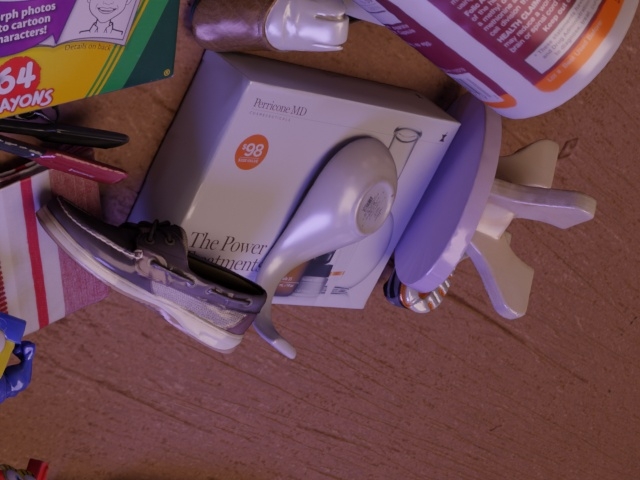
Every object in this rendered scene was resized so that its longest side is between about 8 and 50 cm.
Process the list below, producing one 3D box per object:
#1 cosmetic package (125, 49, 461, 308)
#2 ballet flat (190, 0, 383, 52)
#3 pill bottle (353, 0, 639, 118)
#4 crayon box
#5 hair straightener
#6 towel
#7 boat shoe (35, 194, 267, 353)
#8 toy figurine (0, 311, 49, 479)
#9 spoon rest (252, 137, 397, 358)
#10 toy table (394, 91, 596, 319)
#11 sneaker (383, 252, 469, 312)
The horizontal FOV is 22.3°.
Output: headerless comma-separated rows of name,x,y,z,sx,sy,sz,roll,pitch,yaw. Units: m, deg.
cosmetic package,-0.035,-0.064,1.949,0.377,0.097,0.284,5,116,-47
ballet flat,0.025,-0.269,1.798,0.342,0.124,0.116,-21,137,-31
pill bottle,0.123,-0.319,1.669,0.392,0.224,0.224,35,96,-26
crayon box,-0.297,-0.269,1.489,0.363,0.106,0.313,-19,134,-34
hair straightener,-0.299,-0.123,1.658,0.230,0.047,0.089,13,70,-31
towel,-0.382,0.039,1.744,0.329,0.037,0.237,-25,140,-25
boat shoe,-0.178,0.021,1.763,0.285,0.103,0.092,35,99,-29
toy figurine,-0.420,0.120,1.687,0.362,0.191,0.217,29,74,-46
spoon rest,0.000,0.000,1.912,0.276,0.084,0.137,-58,146,-9
toy table,0.214,-0.038,2.077,0.161,0.252,0.274,25,77,-22
sneaker,0.158,0.009,2.226,0.084,0.083,0.215,51,62,-20
